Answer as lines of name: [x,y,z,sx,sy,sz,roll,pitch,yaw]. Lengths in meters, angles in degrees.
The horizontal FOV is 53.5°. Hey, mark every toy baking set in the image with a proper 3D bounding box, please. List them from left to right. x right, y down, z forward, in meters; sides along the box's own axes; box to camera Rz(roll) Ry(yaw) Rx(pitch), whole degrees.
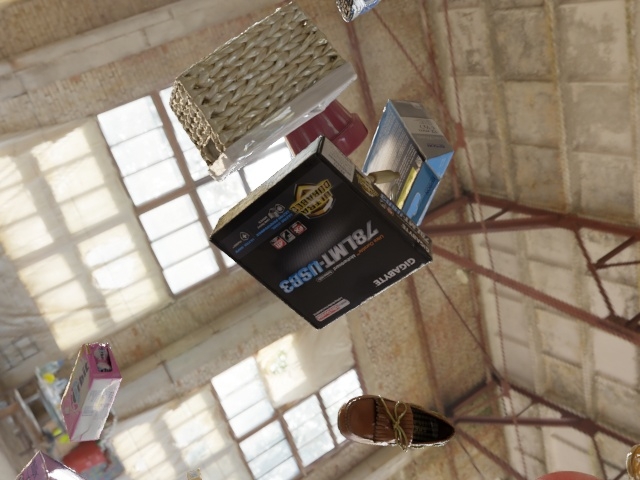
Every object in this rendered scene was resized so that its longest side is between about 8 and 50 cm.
toy baking set: [0.120,-0.079,1.490,0.030,0.256,0.197,34,-59,25]

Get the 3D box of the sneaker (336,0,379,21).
sneaker: [0.085,-0.485,1.165,0.080,0.081,0.211,65,-11,3]

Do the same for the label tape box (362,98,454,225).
label tape box: [0.239,-0.171,1.664,0.348,0.115,0.249,-112,-149,-43]

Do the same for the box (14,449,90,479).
box: [-0.418,0.492,0.967,0.213,0.243,0.117,46,-17,-26]

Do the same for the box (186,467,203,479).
box: [-0.205,0.485,1.123,0.081,0.028,0.136,-154,-128,-71]

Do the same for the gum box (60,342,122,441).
gum box: [-0.484,0.316,1.337,0.107,0.062,0.188,49,-59,44]

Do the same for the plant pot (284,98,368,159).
plant pot: [-0.015,-0.278,1.529,0.180,0.201,0.201,51,-18,-19]

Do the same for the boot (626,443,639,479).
boot: [0.527,0.351,0.859,0.211,0.295,0.104,-6,-97,35]

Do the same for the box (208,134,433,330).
box: [0.000,0.000,1.158,0.295,0.073,0.293,-34,-67,31]

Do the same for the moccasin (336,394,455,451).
moccasin: [0.206,0.494,1.697,0.380,0.139,0.147,25,-26,-31]

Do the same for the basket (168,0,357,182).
basket: [-0.065,-0.155,0.666,0.103,0.167,0.113,54,-18,-6]

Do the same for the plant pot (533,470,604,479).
plant pot: [0.465,0.588,1.168,0.275,0.275,0.243,54,13,20]
